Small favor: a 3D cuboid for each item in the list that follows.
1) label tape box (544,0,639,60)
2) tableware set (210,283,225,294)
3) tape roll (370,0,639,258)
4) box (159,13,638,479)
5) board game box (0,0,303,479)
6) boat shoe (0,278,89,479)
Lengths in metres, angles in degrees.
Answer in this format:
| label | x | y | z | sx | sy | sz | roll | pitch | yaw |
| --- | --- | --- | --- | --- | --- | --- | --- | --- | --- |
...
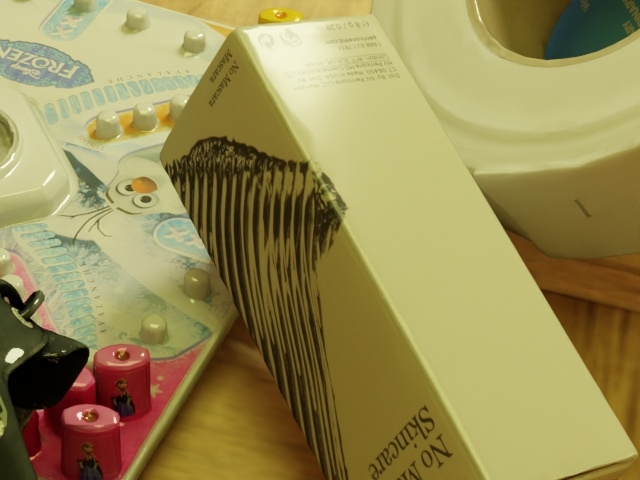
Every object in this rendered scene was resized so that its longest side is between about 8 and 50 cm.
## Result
| label | x | y | z | sx | sy | sz | roll | pitch | yaw |
| --- | --- | --- | --- | --- | --- | --- | --- | --- | --- |
| label tape box | 0.233 | -0.141 | 1.196 | 0.334 | 0.106 | 0.240 | -4 | 43 | -15 |
| tableware set | 0.000 | 0.000 | 1.061 | 0.141 | 0.020 | 0.168 | 9 | 41 | -1 |
| tape roll | 0.170 | -0.135 | 1.054 | 0.286 | 0.100 | 0.286 | -18 | 54 | 26 |
| box | 0.030 | 0.027 | 0.909 | 0.094 | 0.113 | 0.275 | -10 | 59 | -36 |
| board game box | -0.210 | -0.056 | 1.045 | 0.390 | 0.050 | 0.390 | 17 | 42 | 13 |
| boat shoe | -0.152 | 0.077 | 0.813 | 0.113 | 0.127 | 0.340 | -10 | 64 | -16 |
